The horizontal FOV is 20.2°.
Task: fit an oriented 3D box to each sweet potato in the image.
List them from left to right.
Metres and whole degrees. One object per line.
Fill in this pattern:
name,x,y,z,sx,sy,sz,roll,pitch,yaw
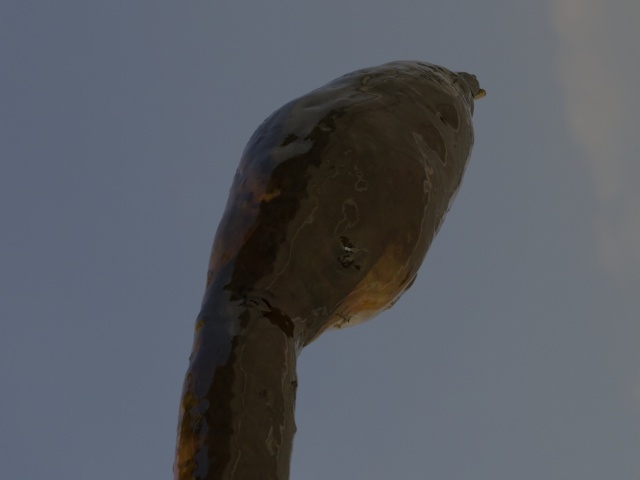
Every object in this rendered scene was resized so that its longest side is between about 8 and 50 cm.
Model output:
sweet potato,-0.002,0.000,0.594,0.074,0.075,0.269,65,-146,-28
